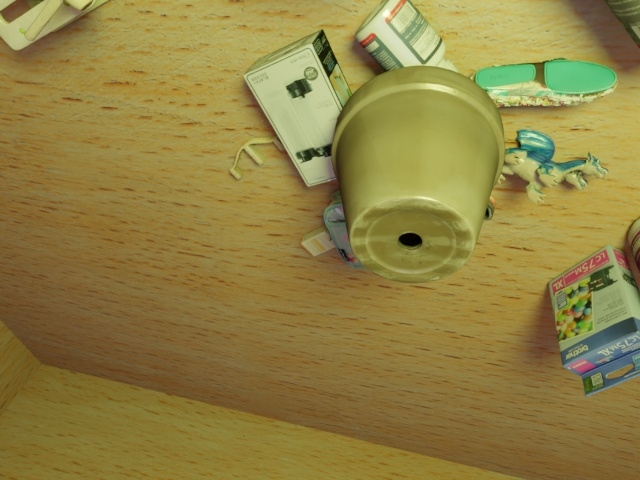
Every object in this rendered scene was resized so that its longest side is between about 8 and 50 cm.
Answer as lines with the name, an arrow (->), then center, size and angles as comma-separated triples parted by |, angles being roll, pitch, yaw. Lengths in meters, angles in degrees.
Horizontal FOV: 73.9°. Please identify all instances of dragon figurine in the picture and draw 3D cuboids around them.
dragon figurine -> 0.418, -0.166, 0.864 | 0.289, 0.144, 0.085 | 30, 140, 17

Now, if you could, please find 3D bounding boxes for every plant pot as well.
plant pot -> 0.159, -0.092, 0.741 | 0.323, 0.280, 0.323 | 8, 135, 8

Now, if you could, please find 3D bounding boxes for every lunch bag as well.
lunch bag -> 0.150, -0.042, 1.062 | 0.279, 0.108, 0.224 | -8, 130, 26

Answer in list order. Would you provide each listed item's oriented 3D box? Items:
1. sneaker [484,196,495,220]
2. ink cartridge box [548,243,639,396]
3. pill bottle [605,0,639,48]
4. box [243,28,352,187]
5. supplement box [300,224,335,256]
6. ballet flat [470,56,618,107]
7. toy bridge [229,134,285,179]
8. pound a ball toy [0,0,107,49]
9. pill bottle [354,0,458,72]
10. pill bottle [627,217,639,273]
sneaker -> 0.333, -0.093, 0.979 | 0.157, 0.065, 0.061 | 21, 136, -2
ink cartridge box -> 0.625, 0.173, 0.961 | 0.065, 0.311, 0.186 | 27, 135, -9
pill bottle -> 0.444, -0.406, 0.553 | 0.318, 0.176, 0.176 | 38, 133, -18
box -> -0.013, -0.268, 0.913 | 0.169, 0.087, 0.290 | -12, 127, 29
supplement box -> 0.000, 0.000, 1.207 | 0.098, 0.036, 0.062 | -25, 121, 36
ballet flat -> 0.395, -0.281, 0.778 | 0.240, 0.091, 0.077 | 8, 166, 17
toy bridge -> -0.164, -0.218, 1.058 | 0.188, 0.026, 0.063 | -25, 120, 36
pound a ball toy -> -0.524, -0.477, 0.799 | 0.319, 0.208, 0.136 | -9, 130, 27
pill bottle -> 0.159, -0.342, 0.766 | 0.180, 0.108, 0.108 | 40, 133, -20
pill bottle -> 0.739, 0.077, 0.834 | 0.169, 0.302, 0.169 | 10, 136, 10
